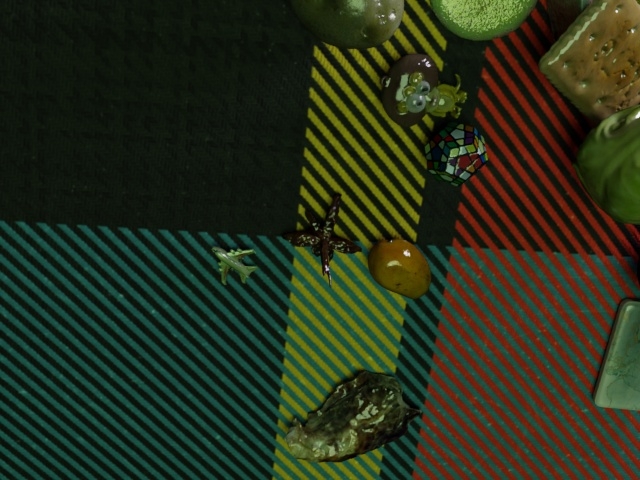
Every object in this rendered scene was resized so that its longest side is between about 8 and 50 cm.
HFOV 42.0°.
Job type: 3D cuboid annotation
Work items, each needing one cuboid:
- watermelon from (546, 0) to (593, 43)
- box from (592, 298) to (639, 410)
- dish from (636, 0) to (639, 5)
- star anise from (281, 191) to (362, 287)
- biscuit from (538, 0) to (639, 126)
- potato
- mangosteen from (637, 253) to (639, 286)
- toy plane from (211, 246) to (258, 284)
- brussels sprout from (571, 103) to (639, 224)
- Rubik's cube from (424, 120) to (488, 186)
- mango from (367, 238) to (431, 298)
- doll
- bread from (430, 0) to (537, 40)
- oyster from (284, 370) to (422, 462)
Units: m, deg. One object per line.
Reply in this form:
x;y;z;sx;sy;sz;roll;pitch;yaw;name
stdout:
0.503;-0.420;1.630;0.095;0.154;0.241;-13;127;-1;watermelon
0.747;0.274;1.979;0.142;0.044;0.285;7;111;-4;box
0.697;-0.507;1.632;0.208;0.080;0.148;-29;112;4;dish
0.008;0.006;1.740;0.158;0.144;0.140;-29;104;7;star anise
0.568;-0.345;1.627;0.217;0.044;0.325;-49;138;13;biscuit
0.043;-0.456;1.548;0.235;0.160;0.178;39;83;-9;potato
0.826;0.066;1.769;0.288;0.288;0.288;-2;112;-5;mangosteen
-0.189;0.046;1.786;0.111;0.040;0.102;39;102;-18;toy plane
0.664;-0.161;1.651;0.328;0.328;0.247;-33;90;8;brussels sprout
0.277;-0.177;1.705;0.112;0.133;0.133;-4;115;-33;Rubik's cube
0.177;0.060;1.805;0.165;0.089;0.115;26;109;-18;mango
0.206;-0.301;1.660;0.188;0.096;0.145;-9;121;-13;doll
0.322;-0.500;1.619;0.229;0.033;0.228;-2;111;-4;bread
0.086;0.426;1.943;0.275;0.100;0.271;27;92;-11;oyster
